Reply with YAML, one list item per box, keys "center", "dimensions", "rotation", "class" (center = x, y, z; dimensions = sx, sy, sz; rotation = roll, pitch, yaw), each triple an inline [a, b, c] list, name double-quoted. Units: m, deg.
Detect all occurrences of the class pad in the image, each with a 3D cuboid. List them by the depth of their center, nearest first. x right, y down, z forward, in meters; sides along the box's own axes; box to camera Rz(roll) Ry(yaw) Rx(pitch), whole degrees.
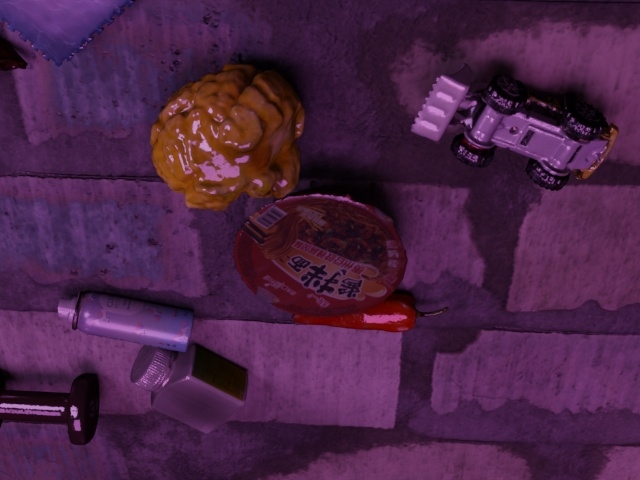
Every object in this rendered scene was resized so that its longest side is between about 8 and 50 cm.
- center: [-0.348, -0.382, 1.445]
  dimensions: [0.269, 0.012, 0.270]
  rotation: [-37, 123, 22]
  class: "pad"

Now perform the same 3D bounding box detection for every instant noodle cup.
- center: [0.000, 0.000, 1.773]
  dimensions: [0.274, 0.090, 0.274]
  rotation: [1, 134, 1]
  class: "instant noodle cup"

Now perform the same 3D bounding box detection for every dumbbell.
- center: [-0.524, 0.305, 2.074]
  dimensions: [0.225, 0.140, 0.124]
  rotation: [3, 92, 0]
  class: "dumbbell"

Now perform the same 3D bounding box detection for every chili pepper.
- center: [0.081, 0.123, 1.915]
  dimensions: [0.272, 0.063, 0.071]
  rotation: [-1, 122, 8]
  class: "chili pepper"

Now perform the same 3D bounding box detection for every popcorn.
- center: [-0.126, -0.143, 1.603]
  dimensions: [0.200, 0.226, 0.203]
  rotation: [26, -177, 23]
  class: "popcorn"

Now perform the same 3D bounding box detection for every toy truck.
- center: [0.273, -0.166, 1.580]
  dimensions: [0.286, 0.111, 0.136]
  rotation: [18, 130, -12]
  class: "toy truck"

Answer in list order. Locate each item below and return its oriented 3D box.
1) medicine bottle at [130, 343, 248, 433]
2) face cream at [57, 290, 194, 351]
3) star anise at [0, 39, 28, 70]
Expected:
- center: [-0.243, 0.259, 2.045]
  dimensions: [0.188, 0.088, 0.132]
  rotation: [31, 128, -25]
  class: "medicine bottle"
- center: [-0.336, 0.137, 1.940]
  dimensions: [0.229, 0.075, 0.075]
  rotation: [11, 134, -8]
  class: "face cream"
- center: [-0.491, -0.256, 1.521]
  dimensions: [0.158, 0.144, 0.140]
  rotation: [-10, 125, 15]
  class: "star anise"
